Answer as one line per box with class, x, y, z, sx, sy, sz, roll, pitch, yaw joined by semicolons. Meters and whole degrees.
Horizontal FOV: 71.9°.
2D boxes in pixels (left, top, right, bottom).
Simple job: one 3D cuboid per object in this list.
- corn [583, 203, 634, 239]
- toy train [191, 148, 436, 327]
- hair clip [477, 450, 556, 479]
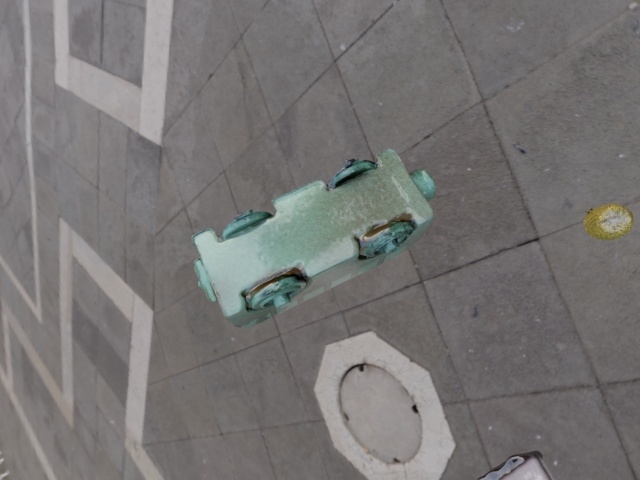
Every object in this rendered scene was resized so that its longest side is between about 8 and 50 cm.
corn;0.210;-0.014;0.323;0.027;0.083;0.028;-14;83;25
toy train;0.000;0.000;0.584;0.129;0.326;0.159;62;170;15
hair clip;0.209;0.300;0.275;0.085;0.331;0.101;-41;109;17
